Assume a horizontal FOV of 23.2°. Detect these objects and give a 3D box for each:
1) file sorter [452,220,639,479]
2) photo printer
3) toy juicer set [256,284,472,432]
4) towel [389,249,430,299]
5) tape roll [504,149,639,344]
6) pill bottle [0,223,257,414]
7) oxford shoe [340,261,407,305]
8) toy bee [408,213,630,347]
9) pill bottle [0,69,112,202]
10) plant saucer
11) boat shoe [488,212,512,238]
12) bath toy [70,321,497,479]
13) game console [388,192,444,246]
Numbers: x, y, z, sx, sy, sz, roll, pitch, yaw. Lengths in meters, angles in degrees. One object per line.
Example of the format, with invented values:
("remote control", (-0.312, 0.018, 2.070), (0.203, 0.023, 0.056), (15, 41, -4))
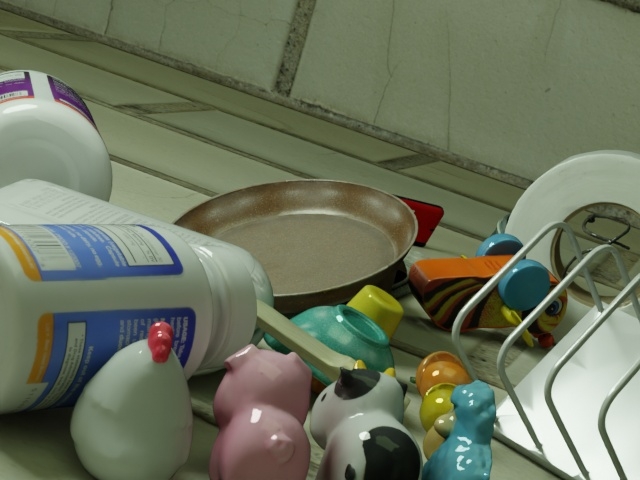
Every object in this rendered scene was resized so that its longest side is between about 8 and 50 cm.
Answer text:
("file sorter", (0.295, 0.129, 1.509), (0.278, 0.193, 0.173), (29, -24, 45))
("photo printer", (-0.200, 0.039, 1.579), (0.308, 0.107, 0.256), (18, 12, 3))
("toy juicer set", (0.045, 0.140, 1.562), (0.209, 0.089, 0.329), (41, 15, 18))
("towel", (0.000, 0.000, 2.237), (0.312, 0.056, 0.324), (20, 10, 14))
("tape roll", (0.400, 0.017, 2.170), (0.286, 0.286, 0.100), (19, 10, 11))
("pill bottle", (-0.188, 0.062, 1.314), (0.152, 0.152, 0.272), (26, 18, 40))
("oxford shoe", (0.045, 0.051, 1.971), (0.227, 0.083, 0.096), (-25, 78, -51))
("toy bee", (0.267, 0.082, 2.076), (0.298, 0.162, 0.195), (-2, 30, 3))
("pill bottle", (-0.350, -0.102, 1.860), (0.182, 0.181, 0.323), (14, 11, -16))
("plant saucer", (-0.037, 0.010, 1.877), (0.311, 0.050, 0.310), (-3, 27, 2))
("boat shoe", (0.325, 0.028, 2.489), (0.116, 0.099, 0.319), (17, 11, -6))
("bath toy", (-0.027, 0.145, 1.260), (0.348, 0.129, 0.151), (12, 12, -22))
("game console", (0.112, -0.046, 2.583), (0.144, 0.124, 0.085), (13, 38, -22))
